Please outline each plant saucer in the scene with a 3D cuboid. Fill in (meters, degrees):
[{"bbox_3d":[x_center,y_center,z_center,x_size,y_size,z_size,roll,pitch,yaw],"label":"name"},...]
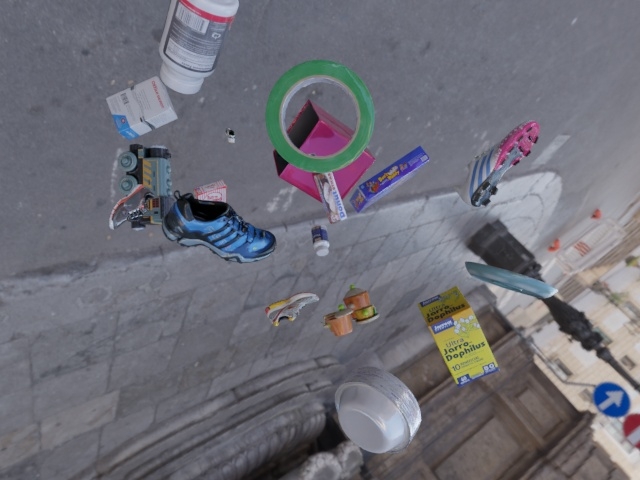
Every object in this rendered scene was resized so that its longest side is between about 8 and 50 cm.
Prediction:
[{"bbox_3d":[0.663,0.143,1.559,0.317,0.317,0.044,25,84,-63],"label":"plant saucer"}]

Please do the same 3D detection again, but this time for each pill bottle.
[{"bbox_3d":[-0.377,-0.603,1.313,0.176,0.176,0.318,-14,154,-41],"label":"pill bottle"},{"bbox_3d":[0.000,0.000,1.790,0.066,0.120,0.067,-6,147,-4],"label":"pill bottle"}]

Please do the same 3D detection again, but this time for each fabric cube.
[{"bbox_3d":[0.004,-0.317,1.643,0.258,0.259,0.254,29,113,-26],"label":"fabric cube"}]

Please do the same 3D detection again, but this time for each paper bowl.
[{"bbox_3d":[0.172,0.572,1.448,0.148,0.284,0.284,-36,161,-47],"label":"paper bowl"}]

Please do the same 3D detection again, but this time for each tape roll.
[{"bbox_3d":[-0.001,-0.365,1.323,0.321,0.321,0.077,-42,-174,9],"label":"tape roll"}]

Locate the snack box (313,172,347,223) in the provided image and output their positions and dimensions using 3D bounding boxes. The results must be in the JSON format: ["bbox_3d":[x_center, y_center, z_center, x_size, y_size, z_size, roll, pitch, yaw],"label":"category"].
[{"bbox_3d":[0.035,-0.150,1.533,0.064,0.178,0.022,-24,-169,-22],"label":"snack box"}]

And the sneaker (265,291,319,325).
[{"bbox_3d":[-0.109,0.283,1.820,0.225,0.093,0.088,-23,157,-6],"label":"sneaker"}]

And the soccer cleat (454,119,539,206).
[{"bbox_3d":[0.574,-0.270,1.472,0.116,0.143,0.331,22,110,-41],"label":"soccer cleat"}]

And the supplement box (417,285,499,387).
[{"bbox_3d":[0.594,0.415,1.911,0.194,0.357,0.195,-27,-160,8],"label":"supplement box"}]

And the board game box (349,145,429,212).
[{"bbox_3d":[0.310,-0.275,2.029,0.347,0.078,0.233,-34,175,-12],"label":"board game box"}]

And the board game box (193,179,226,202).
[{"bbox_3d":[-0.528,-0.193,2.120,0.146,0.045,0.194,-23,152,-25],"label":"board game box"}]

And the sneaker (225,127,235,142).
[{"bbox_3d":[-0.323,-0.388,1.597,0.031,0.083,0.037,-3,137,-27],"label":"sneaker"}]

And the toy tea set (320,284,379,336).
[{"bbox_3d":[0.091,0.232,1.526,0.199,0.125,0.336,-19,177,-5],"label":"toy tea set"}]

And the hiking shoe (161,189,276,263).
[{"bbox_3d":[-0.236,-0.028,1.117,0.303,0.113,0.132,13,136,-31],"label":"hiking shoe"}]

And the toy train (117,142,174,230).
[{"bbox_3d":[-0.657,-0.206,1.686,0.190,0.334,0.142,-2,177,5],"label":"toy train"}]

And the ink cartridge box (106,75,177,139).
[{"bbox_3d":[-0.646,-0.480,1.606,0.203,0.148,0.086,-24,169,-1],"label":"ink cartridge box"}]

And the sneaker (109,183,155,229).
[{"bbox_3d":[-0.508,-0.087,1.200,0.158,0.064,0.061,-63,-178,-32],"label":"sneaker"}]
